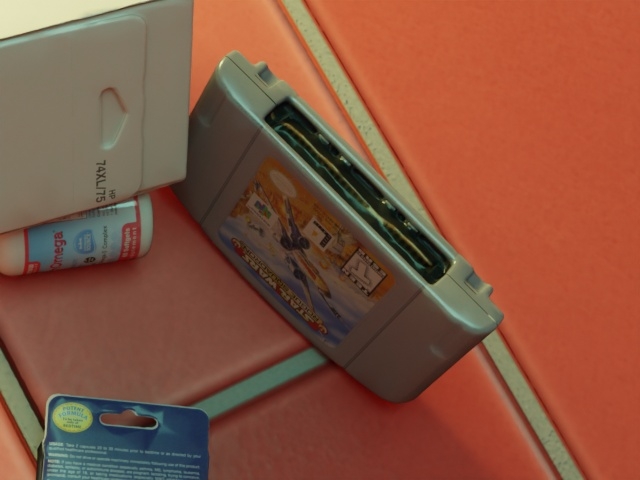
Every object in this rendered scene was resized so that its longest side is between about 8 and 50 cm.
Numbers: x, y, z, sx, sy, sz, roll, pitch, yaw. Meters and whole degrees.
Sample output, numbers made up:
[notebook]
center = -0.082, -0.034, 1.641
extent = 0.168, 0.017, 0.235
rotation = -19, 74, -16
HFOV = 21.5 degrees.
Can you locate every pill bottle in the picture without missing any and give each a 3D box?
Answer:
[pill bottle]
center = -0.223, -0.018, 1.376
extent = 0.160, 0.087, 0.087
rotation = -9, 71, -19

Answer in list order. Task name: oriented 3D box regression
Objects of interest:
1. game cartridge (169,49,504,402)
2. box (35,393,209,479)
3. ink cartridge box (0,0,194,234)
[game cartridge]
center = 0.000, 0.000, 1.373
extent = 0.297, 0.198, 0.062
rotation = 45, 55, 4
[box]
center = -0.158, 0.237, 1.320
extent = 0.136, 0.036, 0.225
rotation = 7, 68, -14
[ink cartridge box]
center = -0.243, -0.174, 1.323
extent = 0.197, 0.198, 0.270
rotation = -18, 51, -23
